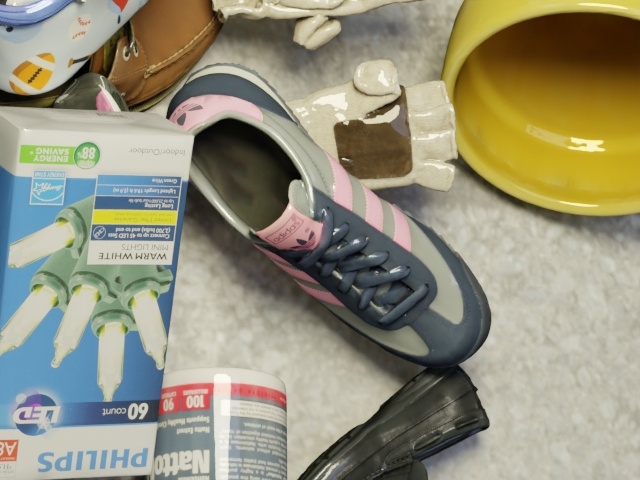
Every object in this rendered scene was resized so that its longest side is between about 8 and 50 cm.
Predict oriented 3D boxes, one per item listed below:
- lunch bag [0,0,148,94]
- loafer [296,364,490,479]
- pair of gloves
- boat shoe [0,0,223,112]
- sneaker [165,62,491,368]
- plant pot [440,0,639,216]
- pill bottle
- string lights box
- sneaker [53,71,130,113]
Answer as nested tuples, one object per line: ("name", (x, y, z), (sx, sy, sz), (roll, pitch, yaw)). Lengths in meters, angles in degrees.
("lunch bag", (-0.256, -0.244, 1.452), (0.303, 0.115, 0.243), (29, 55, 18))
("loafer", (0.053, 0.177, 1.564), (0.223, 0.076, 0.078), (-36, 84, -35))
("pair of gloves", (0.013, -0.152, 1.580), (0.204, 0.042, 0.240), (0, 99, -3))
("boat shoe", (-0.181, -0.144, 1.530), (0.307, 0.104, 0.110), (-35, 91, -32))
("sneaker", (0.000, 0.000, 1.528), (0.319, 0.112, 0.131), (40, 18, -6))
("plant pot", (0.243, -0.189, 1.702), (0.254, 0.254, 0.239), (28, 47, -17))
("pill bottle", (-0.078, 0.193, 1.472), (0.108, 0.108, 0.180), (8, 70, -26))
("string lights box", (-0.179, 0.039, 1.417), (0.133, 0.077, 0.259), (0, 106, -28))
("sneaker", (-0.152, -0.065, 1.515), (0.072, 0.178, 0.077), (4, 47, 19))
